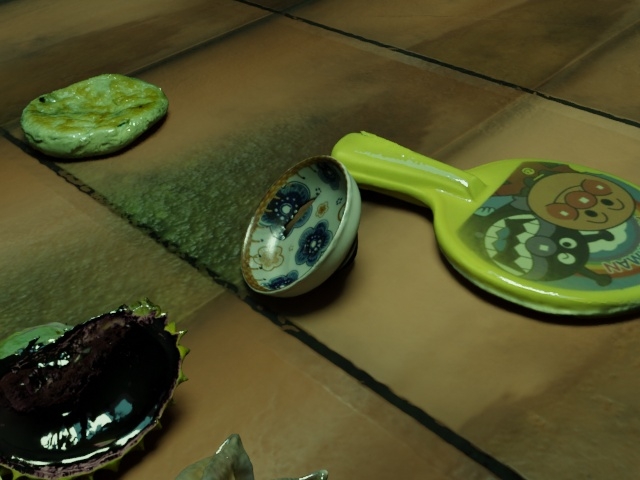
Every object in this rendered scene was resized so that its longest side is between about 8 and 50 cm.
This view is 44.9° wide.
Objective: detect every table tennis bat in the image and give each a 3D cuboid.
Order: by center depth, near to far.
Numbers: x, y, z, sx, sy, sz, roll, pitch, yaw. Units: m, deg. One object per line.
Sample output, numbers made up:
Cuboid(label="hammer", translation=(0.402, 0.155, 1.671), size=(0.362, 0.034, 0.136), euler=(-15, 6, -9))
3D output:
Cuboid(label="table tennis bat", translation=(0.169, -0.036, 0.757), size=(0.369, 0.054, 0.224), euler=(23, 44, 27))

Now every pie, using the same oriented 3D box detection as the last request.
Cuboid(label="pie", translation=(-0.288, -0.161, 0.994), size=(0.187, 0.041, 0.186), euler=(-4, 36, 3))

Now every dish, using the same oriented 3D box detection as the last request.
Cuboid(label="dish", translation=(0.000, 0.000, 0.719), size=(0.141, 0.078, 0.141), euler=(-30, 44, 34))

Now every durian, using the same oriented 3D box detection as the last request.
Cuboid(label="durian", translation=(-0.192, 0.118, 0.586), size=(0.187, 0.119, 0.108), euler=(-20, 2, -23))

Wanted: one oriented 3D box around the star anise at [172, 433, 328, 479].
Cuboid(label="star anise", translation=(-0.063, 0.214, 0.438), size=(0.212, 0.073, 0.197), euler=(-30, 39, -24))

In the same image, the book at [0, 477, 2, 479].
Cuboid(label="book", translation=(-0.268, 0.177, 0.461), size=(0.168, 0.013, 0.192), euler=(-37, 64, -2))
